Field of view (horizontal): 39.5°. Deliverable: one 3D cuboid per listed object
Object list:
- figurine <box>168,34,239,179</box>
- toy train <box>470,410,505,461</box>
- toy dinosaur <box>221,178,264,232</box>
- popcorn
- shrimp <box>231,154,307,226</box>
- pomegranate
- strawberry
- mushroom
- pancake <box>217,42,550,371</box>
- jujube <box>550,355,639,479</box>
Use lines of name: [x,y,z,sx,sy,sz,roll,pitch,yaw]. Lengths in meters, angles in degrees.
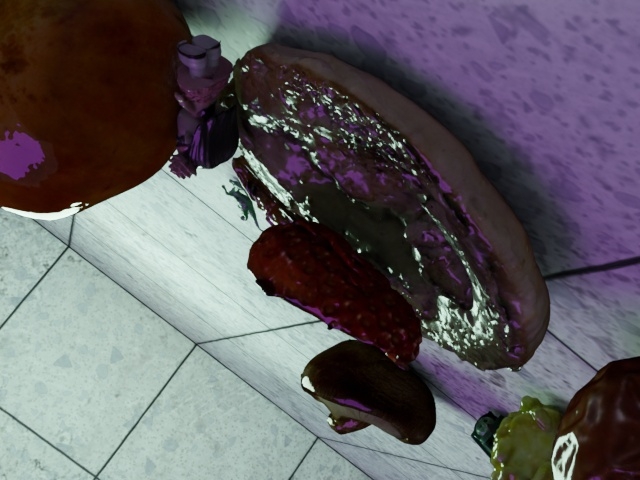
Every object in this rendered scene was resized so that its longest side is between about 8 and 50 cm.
figurine: [-0.105,-0.115,0.793,0.054,0.072,0.129,28,139,20]
toy train: [0.289,0.321,1.347,0.111,0.071,0.170,27,162,50]
toy dinosaur: [-0.098,-0.050,1.197,0.083,0.021,0.062,36,151,6]
popcorn: [0.280,0.283,1.125,0.173,0.173,0.142,44,154,-24]
shrimp: [0.000,0.000,1.080,0.287,0.063,0.152,47,-175,-6]
pomegranate: [-0.236,-0.143,0.845,0.229,0.252,0.270,40,-174,20]
strawberry: [0.021,0.041,0.833,0.188,0.082,0.121,30,-176,13]
mushroom: [0.087,0.240,1.442,0.231,0.138,0.194,28,151,-9]
pancake: [0.055,-0.030,0.834,0.387,0.082,0.387,39,162,16]
jujube: [0.339,0.232,0.821,0.216,0.216,0.342,21,169,42]
